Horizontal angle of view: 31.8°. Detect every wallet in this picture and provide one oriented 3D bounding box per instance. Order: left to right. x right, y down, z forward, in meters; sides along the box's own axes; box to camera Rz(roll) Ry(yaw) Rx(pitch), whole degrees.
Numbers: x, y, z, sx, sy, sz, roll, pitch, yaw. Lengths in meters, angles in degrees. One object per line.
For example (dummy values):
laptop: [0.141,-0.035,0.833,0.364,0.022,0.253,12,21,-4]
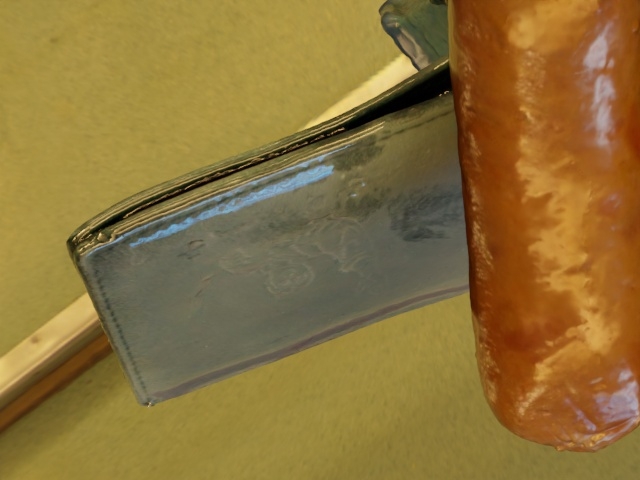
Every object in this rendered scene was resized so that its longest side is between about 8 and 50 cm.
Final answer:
wallet: [0.000,-0.001,0.698,0.290,0.251,0.054,-20,63,-11]

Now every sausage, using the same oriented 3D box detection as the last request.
sausage: [0.119,-0.018,0.568,0.108,0.109,0.271,-7,112,5]

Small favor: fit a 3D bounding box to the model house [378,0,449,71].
model house: [0.197,-0.224,1.027,0.251,0.329,0.295,42,70,-8]
